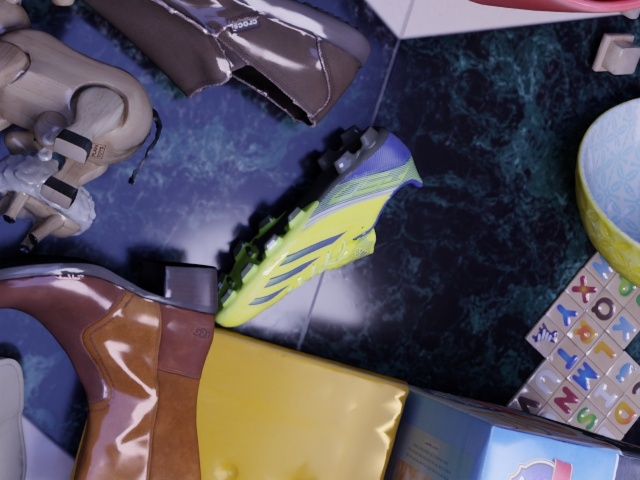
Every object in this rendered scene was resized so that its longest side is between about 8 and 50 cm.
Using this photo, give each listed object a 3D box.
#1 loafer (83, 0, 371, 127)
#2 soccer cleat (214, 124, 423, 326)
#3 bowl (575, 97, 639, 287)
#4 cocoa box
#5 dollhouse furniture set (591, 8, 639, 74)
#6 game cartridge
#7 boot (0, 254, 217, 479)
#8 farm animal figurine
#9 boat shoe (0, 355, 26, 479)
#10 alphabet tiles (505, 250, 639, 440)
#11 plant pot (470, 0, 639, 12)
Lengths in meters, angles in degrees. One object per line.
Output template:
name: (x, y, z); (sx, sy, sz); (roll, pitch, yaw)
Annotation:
loafer: (-0.124, -0.213, 1.010); (0.366, 0.134, 0.130); (18, 89, -17)
soccer cleat: (0.001, 0.000, 1.090); (0.289, 0.093, 0.121); (-47, 112, -7)
bowl: (0.433, -0.022, 1.165); (0.290, 0.289, 0.156); (-17, 142, -15)
cocoa box: (0.190, 0.294, 1.022); (0.228, 0.347, 0.231); (15, 85, -11)
dollhouse furniture set: (0.473, -0.401, 1.223); (0.303, 0.174, 0.355); (-5, 126, -28)
game cartridge: (-0.097, 0.245, 1.061); (0.324, 0.053, 0.285); (17, 90, 2)
boot: (-0.231, 0.156, 0.963); (0.264, 0.096, 0.280); (5, 92, -36)
farm animal figurine: (-0.282, -0.178, 0.905); (0.327, 0.330, 0.172); (40, 46, -15)
boat shoe: (-0.356, 0.216, 1.030); (0.065, 0.075, 0.206); (11, 99, 26)
alphabet tiles: (0.348, 0.156, 1.248); (0.198, 0.009, 0.237); (43, 82, -16)
plant pot: (0.235, -0.363, 1.047); (0.275, 0.243, 0.274); (-1, 95, -17)
